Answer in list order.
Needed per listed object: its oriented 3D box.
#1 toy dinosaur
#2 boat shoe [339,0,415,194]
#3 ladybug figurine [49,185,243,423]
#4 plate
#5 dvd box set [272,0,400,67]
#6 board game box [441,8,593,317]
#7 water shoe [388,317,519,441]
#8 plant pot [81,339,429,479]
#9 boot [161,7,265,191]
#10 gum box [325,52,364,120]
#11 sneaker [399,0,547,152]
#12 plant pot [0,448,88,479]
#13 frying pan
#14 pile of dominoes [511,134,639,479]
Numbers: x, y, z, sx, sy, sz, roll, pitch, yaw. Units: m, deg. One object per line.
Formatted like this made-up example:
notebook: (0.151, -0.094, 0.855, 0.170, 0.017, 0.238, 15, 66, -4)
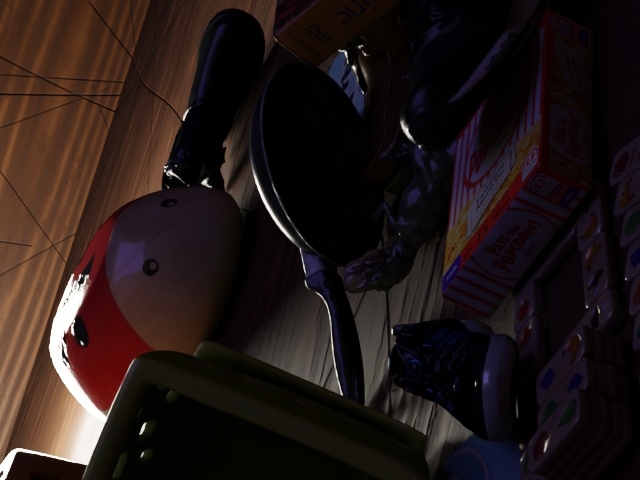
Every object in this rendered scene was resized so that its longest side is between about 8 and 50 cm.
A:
toy dinosaur: (0.096, -0.074, 1.477, 0.268, 0.064, 0.118, -60, 32, 27)
boat shoe: (0.064, -0.188, 1.647, 0.111, 0.104, 0.307, 133, 153, -55)
ladybug figurine: (-0.243, 0.083, 2.249, 0.449, 0.162, 0.305, 130, 155, -51)
plate: (0.094, 0.207, 1.179, 0.188, 0.024, 0.188, -160, 90, -75)
dvd box set: (0.123, -0.379, 1.555, 0.420, 0.062, 0.308, -34, 36, 37)
board game box: (0.149, -0.059, 1.276, 0.147, 0.045, 0.193, -57, 15, 39)
water shoe: (0.088, 0.096, 1.182, 0.203, 0.080, 0.073, -139, 51, -86)
plant pot: (-0.051, 0.209, 1.271, 0.207, 0.228, 0.227, -35, -33, -79)
boot: (-0.148, -0.173, 2.382, 0.207, 0.094, 0.246, -84, 14, -54)
gum box: (0.043, -0.157, 1.804, 0.184, 0.041, 0.157, 130, 155, -53)
sneaker: (0.099, -0.181, 1.326, 0.283, 0.124, 0.107, -57, 0, -44)
plant pot: (-0.299, 0.367, 1.913, 0.291, 0.203, 0.291, -57, 12, 19)
frying pan: (0.014, -0.006, 1.578, 0.053, 0.197, 0.326, -17, 89, 31)
pile of dominoes: (0.166, 0.042, 1.103, 0.196, 0.040, 0.251, -57, 18, 36)
